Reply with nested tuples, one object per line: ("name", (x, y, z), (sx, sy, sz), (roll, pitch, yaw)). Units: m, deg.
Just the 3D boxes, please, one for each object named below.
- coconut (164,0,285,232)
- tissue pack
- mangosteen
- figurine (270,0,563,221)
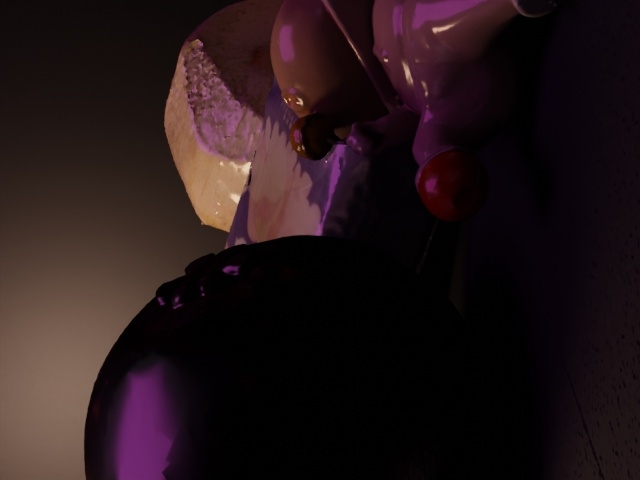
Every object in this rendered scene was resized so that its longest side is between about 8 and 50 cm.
("coconut", (-0.048, -0.138, 1.331), (0.255, 0.297, 0.297), (99, 172, -50))
("tissue pack", (0.000, 0.000, 0.989), (0.242, 0.125, 0.344), (-117, 40, -55))
("mangosteen", (-0.006, 0.144, 0.766), (0.297, 0.313, 0.297), (-39, 30, 28))
("figurine", (0.050, -0.135, 0.713), (0.176, 0.186, 0.287), (65, 174, -33))
